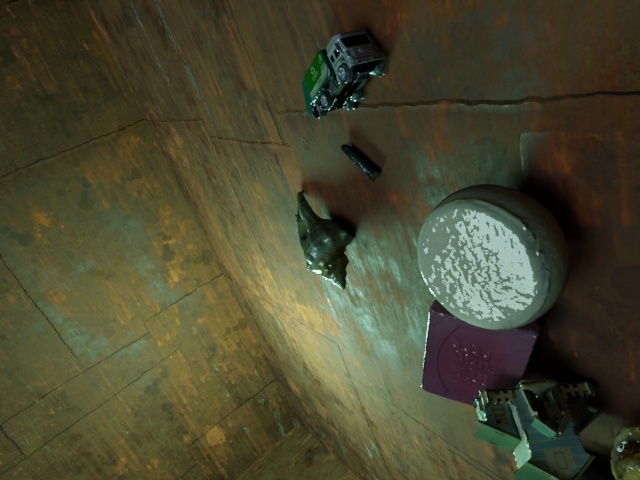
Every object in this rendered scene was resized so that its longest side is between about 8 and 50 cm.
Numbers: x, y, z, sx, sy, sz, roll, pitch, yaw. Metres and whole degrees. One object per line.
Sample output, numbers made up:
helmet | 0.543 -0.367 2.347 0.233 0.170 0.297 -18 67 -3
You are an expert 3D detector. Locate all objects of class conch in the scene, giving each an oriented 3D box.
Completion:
conch | 0.013 0.003 1.538 0.386 0.169 0.203 -102 31 -44

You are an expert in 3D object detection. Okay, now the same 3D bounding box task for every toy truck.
toy truck | 0.040 -0.368 1.084 0.124 0.114 0.253 65 155 7

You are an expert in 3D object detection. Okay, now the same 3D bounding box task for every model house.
model house | 0.479 0.426 1.015 0.178 0.270 0.207 87 180 -54

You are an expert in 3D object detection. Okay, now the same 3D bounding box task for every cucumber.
cucumber | 0.102 -0.211 1.246 0.133 0.032 0.032 47 153 20

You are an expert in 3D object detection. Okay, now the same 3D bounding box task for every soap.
soap | 0.371 0.251 1.132 0.232 0.128 0.360 11 137 18

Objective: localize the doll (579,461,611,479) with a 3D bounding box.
doll | 0.615 0.594 1.101 0.258 0.228 0.154 -100 26 -70

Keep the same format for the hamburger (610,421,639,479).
hamburger | 0.697 0.481 0.899 0.259 0.144 0.283 10 126 43

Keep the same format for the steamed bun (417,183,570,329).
steamed bun | 0.341 0.024 0.926 0.283 0.177 0.283 23 125 38
